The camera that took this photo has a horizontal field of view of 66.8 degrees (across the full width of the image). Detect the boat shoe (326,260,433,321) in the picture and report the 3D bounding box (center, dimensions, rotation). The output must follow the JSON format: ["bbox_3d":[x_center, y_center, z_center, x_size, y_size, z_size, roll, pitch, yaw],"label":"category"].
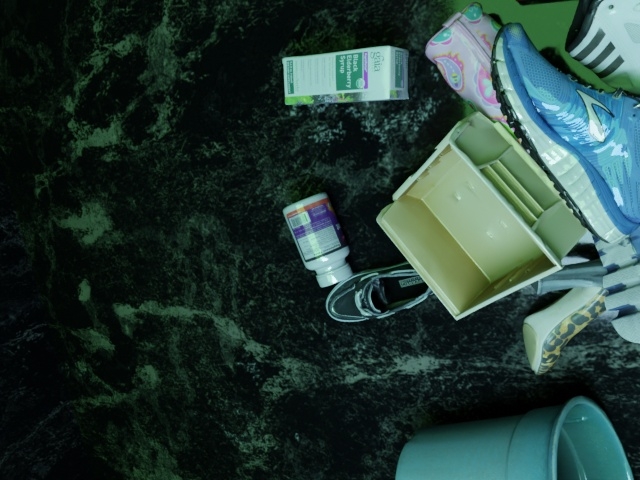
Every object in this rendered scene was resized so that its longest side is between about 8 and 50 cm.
[{"bbox_3d":[0.119,0.118,1.036,0.301,0.102,0.108,-20,93,35],"label":"boat shoe"}]

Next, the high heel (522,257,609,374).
[{"bbox_3d":[0.463,0.143,0.851,0.187,0.093,0.261,-8,124,5],"label":"high heel"}]

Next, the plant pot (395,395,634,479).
[{"bbox_3d":[0.341,0.471,0.882,0.334,0.341,0.340,-24,91,43],"label":"plant pot"}]

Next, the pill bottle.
[{"bbox_3d":[0.000,0.000,1.074,0.108,0.108,0.193,-20,93,35],"label":"pill bottle"}]

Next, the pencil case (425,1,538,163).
[{"bbox_3d":[0.302,-0.251,0.796,0.124,0.124,0.284,-43,80,34],"label":"pencil case"}]

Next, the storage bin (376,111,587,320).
[{"bbox_3d":[0.256,-0.035,0.830,0.260,0.123,0.262,51,150,9],"label":"storage bin"}]

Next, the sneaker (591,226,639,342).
[{"bbox_3d":[0.525,-0.007,0.731,0.183,0.127,0.315,-1,77,-6],"label":"sneaker"}]

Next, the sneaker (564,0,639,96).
[{"bbox_3d":[0.444,-0.260,0.496,0.447,0.258,0.168,171,111,-74],"label":"sneaker"}]

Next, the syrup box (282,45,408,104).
[{"bbox_3d":[0.049,-0.320,0.955,0.237,0.096,0.093,7,108,32],"label":"syrup box"}]

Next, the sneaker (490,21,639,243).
[{"bbox_3d":[0.354,-0.165,0.663,0.147,0.130,0.329,-35,88,18],"label":"sneaker"}]
